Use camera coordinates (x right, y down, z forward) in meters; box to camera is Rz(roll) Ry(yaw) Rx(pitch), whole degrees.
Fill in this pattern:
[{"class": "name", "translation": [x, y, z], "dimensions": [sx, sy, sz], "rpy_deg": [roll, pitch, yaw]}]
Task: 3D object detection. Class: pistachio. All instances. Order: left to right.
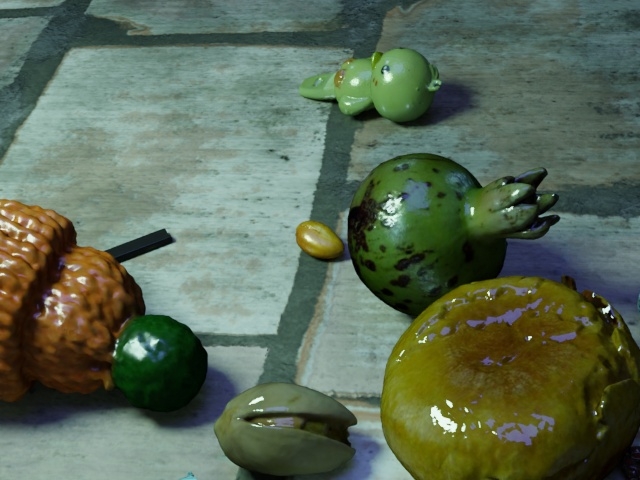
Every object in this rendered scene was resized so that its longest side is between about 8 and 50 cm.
[{"class": "pistachio", "translation": [-0.044, 0.245, 1.440], "dimensions": [0.185, 0.124, 0.124], "rpy_deg": [10, 40, -4]}]

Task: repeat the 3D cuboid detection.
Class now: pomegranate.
[{"class": "pomegranate", "translation": [0.191, -0.005, 1.588], "dimensions": [0.306, 0.242, 0.242], "rpy_deg": [3, 40, 23]}]

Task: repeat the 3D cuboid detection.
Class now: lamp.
[{"class": "lamp", "translation": [0.400, 0.287, 1.378], "dimensions": [0.063, 0.031, 0.083], "rpy_deg": [4, 37, 12]}]

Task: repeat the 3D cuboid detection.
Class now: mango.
[{"class": "mango", "translation": [0.000, 0.000, 1.770], "dimensions": [0.089, 0.046, 0.060], "rpy_deg": [24, 48, 26]}]

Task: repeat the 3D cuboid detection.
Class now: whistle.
[{"class": "whistle", "translation": [0.086, -0.294, 2.040], "dimensions": [0.294, 0.141, 0.141], "rpy_deg": [13, 44, 24]}]

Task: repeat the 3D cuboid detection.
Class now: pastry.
[{"class": "pastry", "translation": [0.240, 0.188, 1.416], "dimensions": [0.356, 0.163, 0.356], "rpy_deg": [-6, 45, 6]}]

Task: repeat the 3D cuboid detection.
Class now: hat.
[{"class": "hat", "translation": [-0.347, 0.089, 1.557], "dimensions": [0.400, 0.285, 0.285], "rpy_deg": [6, 42, 11]}]

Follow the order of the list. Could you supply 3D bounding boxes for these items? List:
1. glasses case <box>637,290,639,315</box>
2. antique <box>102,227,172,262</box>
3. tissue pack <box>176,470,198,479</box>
[{"class": "glasses case", "translation": [0.608, 0.080, 1.555], "dimensions": [0.328, 0.076, 0.125], "rpy_deg": [-9, 41, -1]}, {"class": "antique", "translation": [-0.334, 0.024, 1.817], "dimensions": [0.192, 0.015, 0.031], "rpy_deg": [-21, 40, -17]}, {"class": "tissue pack", "translation": [-0.218, 0.404, 1.292], "dimensions": [0.263, 0.089, 0.177], "rpy_deg": [-28, 43, -19]}]
